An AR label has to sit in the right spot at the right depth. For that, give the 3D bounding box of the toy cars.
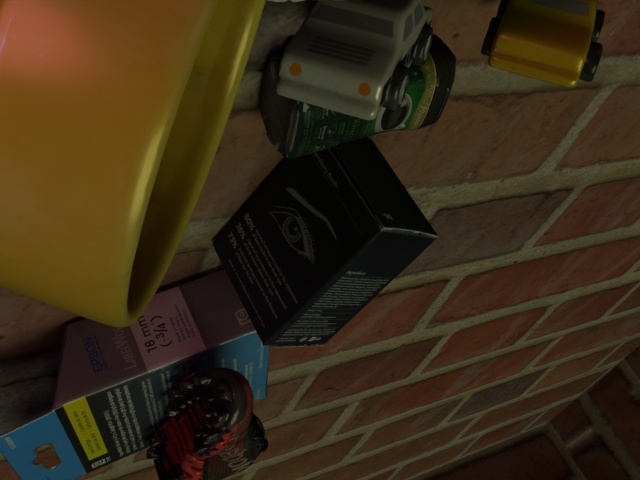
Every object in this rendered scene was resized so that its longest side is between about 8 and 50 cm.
[{"bbox_3d":[0.125,-0.195,0.691,0.394,0.176,0.087,-14,132,-29],"label":"toy cars"}]

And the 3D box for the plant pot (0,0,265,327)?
[{"bbox_3d":[-0.169,-0.110,0.426,0.239,0.254,0.254,19,139,-4],"label":"plant pot"}]

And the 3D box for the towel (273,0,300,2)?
[{"bbox_3d":[0.078,-0.295,0.503,0.235,0.121,0.283,-10,145,-23],"label":"towel"}]

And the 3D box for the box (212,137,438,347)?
[{"bbox_3d":[0.000,0.000,0.901,0.108,0.153,0.207,7,136,-50],"label":"box"}]

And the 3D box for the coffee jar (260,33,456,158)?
[{"bbox_3d":[0.039,-0.144,0.778,0.184,0.079,0.096,-15,146,-25],"label":"coffee jar"}]

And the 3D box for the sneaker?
[{"bbox_3d":[-0.121,0.225,0.990,0.135,0.097,0.276,-12,151,-31],"label":"sneaker"}]

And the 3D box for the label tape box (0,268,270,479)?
[{"bbox_3d":[-0.235,0.180,1.025,0.334,0.105,0.240,-20,151,-18],"label":"label tape box"}]
